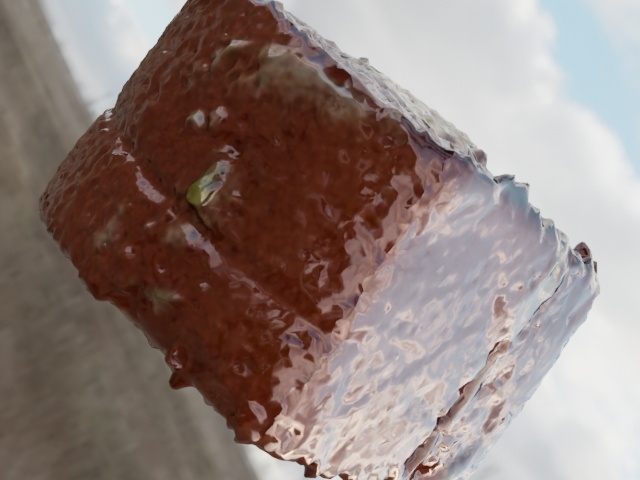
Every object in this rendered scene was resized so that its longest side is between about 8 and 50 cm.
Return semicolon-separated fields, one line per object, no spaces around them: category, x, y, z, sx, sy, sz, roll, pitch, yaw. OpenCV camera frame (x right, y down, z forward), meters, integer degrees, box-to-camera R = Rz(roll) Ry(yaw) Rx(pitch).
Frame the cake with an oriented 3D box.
cake;0.000;0.000;0.741;0.177;0.151;0.283;37;5;28
